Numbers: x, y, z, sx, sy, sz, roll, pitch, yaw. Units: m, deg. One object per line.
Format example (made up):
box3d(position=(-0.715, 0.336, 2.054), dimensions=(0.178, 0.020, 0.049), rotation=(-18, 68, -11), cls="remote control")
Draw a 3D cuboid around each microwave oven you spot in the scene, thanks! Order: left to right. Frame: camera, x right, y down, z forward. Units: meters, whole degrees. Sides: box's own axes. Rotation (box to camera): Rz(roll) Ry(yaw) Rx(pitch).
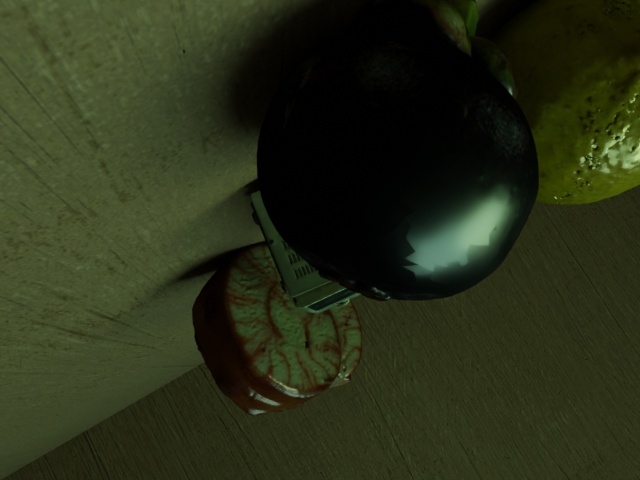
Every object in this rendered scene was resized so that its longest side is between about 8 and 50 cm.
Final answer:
box3d(position=(0.000, 0.000, 0.842), dimensions=(0.145, 0.194, 0.240), rotation=(-26, 170, 0), cls="microwave oven")

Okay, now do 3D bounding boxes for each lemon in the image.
box3d(position=(0.317, -0.174, 0.724), dimensions=(0.258, 0.258, 0.310), rotation=(-29, 167, -12), cls="lemon")

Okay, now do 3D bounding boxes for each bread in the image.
box3d(position=(-0.074, 0.152, 1.052), dimensions=(0.114, 0.295, 0.328), rotation=(-37, 162, 36), cls="bread")

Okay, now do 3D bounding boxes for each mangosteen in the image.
box3d(position=(0.081, -0.095, 0.543), dimensions=(0.275, 0.275, 0.302), rotation=(66, 47, -80), cls="mangosteen")
